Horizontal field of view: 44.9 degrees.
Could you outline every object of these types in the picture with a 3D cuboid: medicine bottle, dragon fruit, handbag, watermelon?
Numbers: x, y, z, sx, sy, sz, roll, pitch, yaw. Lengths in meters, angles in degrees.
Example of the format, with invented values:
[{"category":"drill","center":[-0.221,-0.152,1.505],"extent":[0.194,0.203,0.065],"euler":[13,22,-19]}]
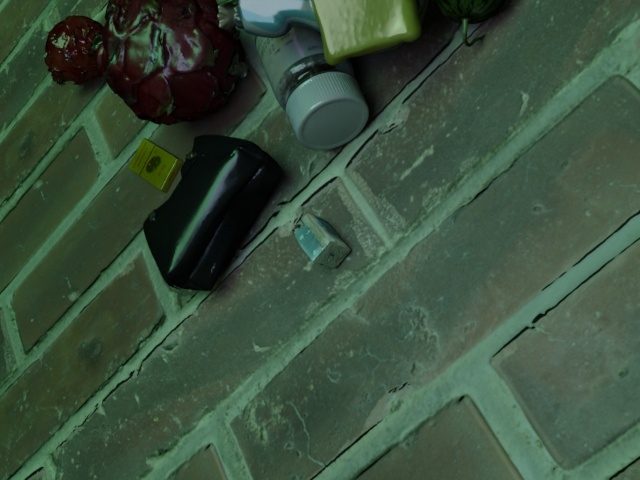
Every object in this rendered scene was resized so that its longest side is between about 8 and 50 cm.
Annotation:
[{"category":"medicine bottle","center":[-0.018,-0.327,1.528],"extent":[0.165,0.165,0.273],"euler":[-37,56,22]},{"category":"dragon fruit","center":[-0.329,-0.407,1.696],"extent":[0.329,0.329,0.329],"euler":[-13,67,34]},{"category":"dragon fruit","center":[-0.646,-0.509,2.063],"extent":[0.209,0.172,0.172],"euler":[-27,60,22]},{"category":"handbag","center":[-0.255,-0.076,1.644],"extent":[0.342,0.152,0.288],"euler":[-57,39,3]},{"category":"watermelon","center":[0.266,-0.440,1.371],"extent":[0.140,0.140,0.187],"euler":[-1,81,37]}]

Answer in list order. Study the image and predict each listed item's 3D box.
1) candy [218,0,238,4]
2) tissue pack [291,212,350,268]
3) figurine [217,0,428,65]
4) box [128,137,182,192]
[{"category":"candy","center":[-0.187,-0.564,1.800],"extent":[0.335,0.093,0.092],"euler":[-16,65,25]},{"category":"tissue pack","center":[0.000,0.000,1.463],"extent":[0.059,0.074,0.094],"euler":[-52,49,15]},{"category":"figurine","center":[0.026,-0.476,1.468],"extent":[0.361,0.378,0.267],"euler":[3,105,7]},{"category":"box","center":[-0.399,-0.183,1.860],"extent":[0.155,0.023,0.087],"euler":[32,93,39]}]
